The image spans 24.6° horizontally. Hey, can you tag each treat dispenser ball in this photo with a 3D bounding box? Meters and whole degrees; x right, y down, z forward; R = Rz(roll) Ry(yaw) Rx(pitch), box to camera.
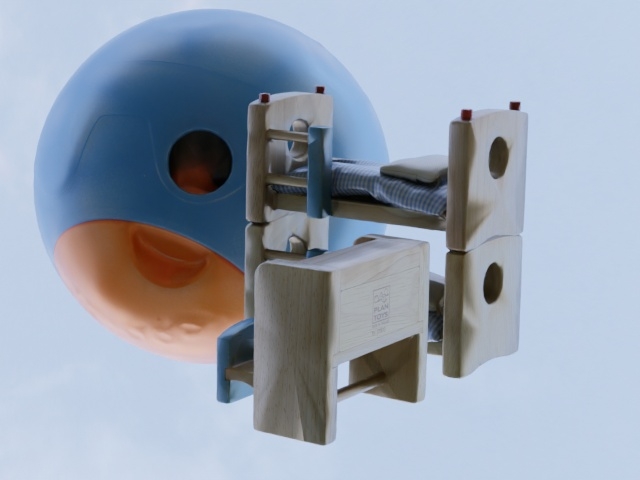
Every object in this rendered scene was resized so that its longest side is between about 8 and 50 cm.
[{"bbox_3d":[-0.086,-0.043,1.185,0.288,0.288,0.288,0,-90,-10],"label":"treat dispenser ball"}]

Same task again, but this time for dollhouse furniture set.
[{"bbox_3d":[0.000,0.000,0.692,0.129,0.184,0.128,8,-77,32],"label":"dollhouse furniture set"}]
